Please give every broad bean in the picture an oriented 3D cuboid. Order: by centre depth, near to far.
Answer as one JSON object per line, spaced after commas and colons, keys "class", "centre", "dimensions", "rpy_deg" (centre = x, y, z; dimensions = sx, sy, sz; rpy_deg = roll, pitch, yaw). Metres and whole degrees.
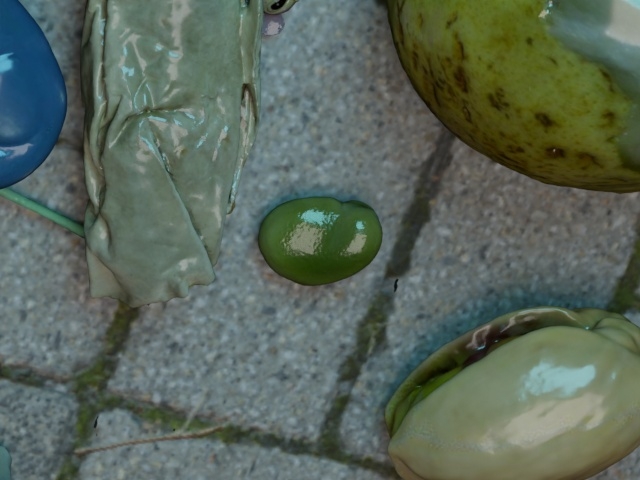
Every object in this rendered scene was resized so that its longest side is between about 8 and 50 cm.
{"class": "broad bean", "centre": [0.000, 0.000, 1.267], "dimensions": [0.083, 0.045, 0.063], "rpy_deg": [-7, 112, -1]}

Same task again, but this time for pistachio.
{"class": "pistachio", "centre": [0.146, 0.123, 1.305], "dimensions": [0.200, 0.117, 0.145], "rpy_deg": [-25, 119, 0]}

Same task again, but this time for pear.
{"class": "pear", "centre": [0.179, -0.150, 1.150], "dimensions": [0.271, 0.271, 0.271], "rpy_deg": [-4, 112, -10]}

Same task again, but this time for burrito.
{"class": "burrito", "centre": [-0.089, -0.141, 1.167], "dimensions": [0.117, 0.076, 0.392], "rpy_deg": [5, 109, 0]}

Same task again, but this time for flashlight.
{"class": "flashlight", "centre": [-0.007, -0.179, 1.198], "dimensions": [0.110, 0.031, 0.052], "rpy_deg": [-40, 113, 5]}

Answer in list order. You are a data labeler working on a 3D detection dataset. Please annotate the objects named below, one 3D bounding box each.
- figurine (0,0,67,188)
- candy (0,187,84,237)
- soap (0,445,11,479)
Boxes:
{"class": "figurine", "centre": [-0.342, -0.128, 1.033], "dimensions": [0.416, 0.298, 0.243], "rpy_deg": [-8, 120, -25]}
{"class": "candy", "centre": [-0.231, -0.043, 1.202], "dimensions": [0.202, 0.061, 0.061], "rpy_deg": [29, 103, -29]}
{"class": "soap", "centre": [-0.276, 0.231, 1.288], "dimensions": [0.121, 0.064, 0.183], "rpy_deg": [4, 110, -13]}
